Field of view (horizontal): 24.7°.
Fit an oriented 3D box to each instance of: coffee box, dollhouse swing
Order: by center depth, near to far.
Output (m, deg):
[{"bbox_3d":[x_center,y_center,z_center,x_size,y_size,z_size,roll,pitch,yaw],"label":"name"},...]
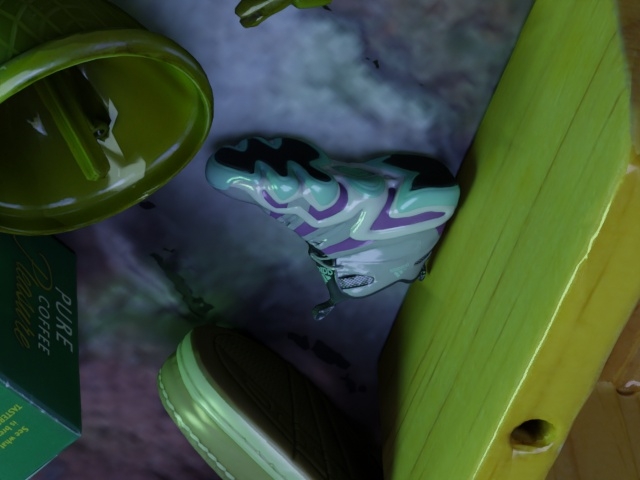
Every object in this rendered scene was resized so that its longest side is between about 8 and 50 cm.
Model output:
[{"bbox_3d":[-0.156,-0.006,0.478,0.040,0.113,0.184,-40,122,14],"label":"coffee box"},{"bbox_3d":[0.232,0.096,0.501,0.347,0.305,0.315,12,120,-16],"label":"dollhouse swing"}]

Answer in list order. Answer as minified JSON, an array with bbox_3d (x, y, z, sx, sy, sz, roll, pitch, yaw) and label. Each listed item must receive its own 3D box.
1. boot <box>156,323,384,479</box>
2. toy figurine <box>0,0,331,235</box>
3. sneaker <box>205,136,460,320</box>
[{"bbox_3d":[-0.043,0.144,0.620,0.165,0.077,0.213,-31,123,13],"label":"boot"},{"bbox_3d":[-0.138,-0.147,0.386,0.191,0.217,0.362,-46,164,3],"label":"toy figurine"},{"bbox_3d":[0.000,0.000,0.554,0.098,0.038,0.069,7,120,-14],"label":"sneaker"}]
